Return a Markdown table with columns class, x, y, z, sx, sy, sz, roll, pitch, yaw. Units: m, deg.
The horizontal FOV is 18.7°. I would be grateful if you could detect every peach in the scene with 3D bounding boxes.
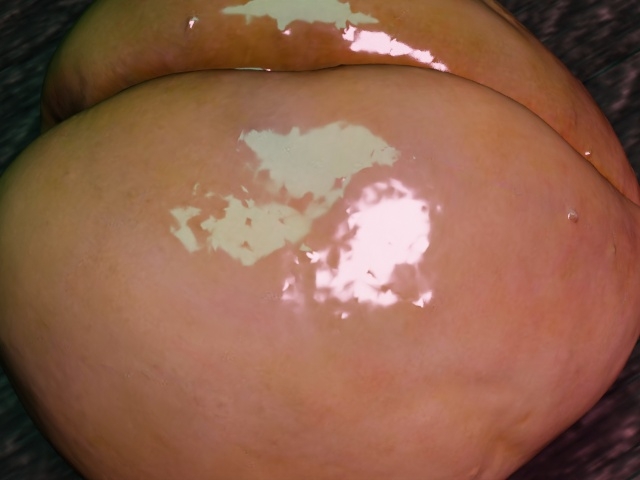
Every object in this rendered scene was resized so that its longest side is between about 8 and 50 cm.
| class | x | y | z | sx | sy | sz | roll | pitch | yaw |
| --- | --- | --- | --- | --- | --- | --- | --- | --- | --- |
| peach | 0.000 | -0.001 | 0.853 | 0.292 | 0.247 | 0.292 | 14 | 38 | -11 |
